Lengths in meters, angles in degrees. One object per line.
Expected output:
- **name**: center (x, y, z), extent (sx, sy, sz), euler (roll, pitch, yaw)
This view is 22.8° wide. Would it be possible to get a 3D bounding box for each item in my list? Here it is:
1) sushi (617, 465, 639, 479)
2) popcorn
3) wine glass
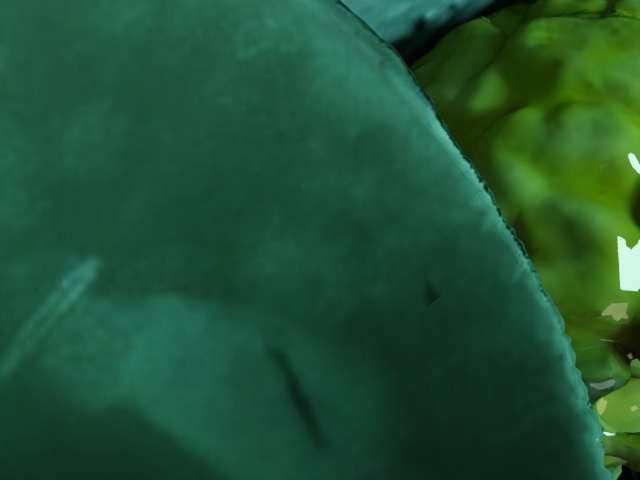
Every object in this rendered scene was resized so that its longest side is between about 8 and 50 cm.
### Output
- **sushi**: center (0.275, 0.129, 1.106), extent (0.299, 0.281, 0.294), euler (1, 149, -20)
- **popcorn**: center (0.118, 0.003, 0.616), extent (0.250, 0.190, 0.250), euler (-35, 159, -16)
- **wine glass**: center (-0.140, 0.122, 0.399), extent (0.267, 0.267, 0.406), euler (-20, 163, -39)
